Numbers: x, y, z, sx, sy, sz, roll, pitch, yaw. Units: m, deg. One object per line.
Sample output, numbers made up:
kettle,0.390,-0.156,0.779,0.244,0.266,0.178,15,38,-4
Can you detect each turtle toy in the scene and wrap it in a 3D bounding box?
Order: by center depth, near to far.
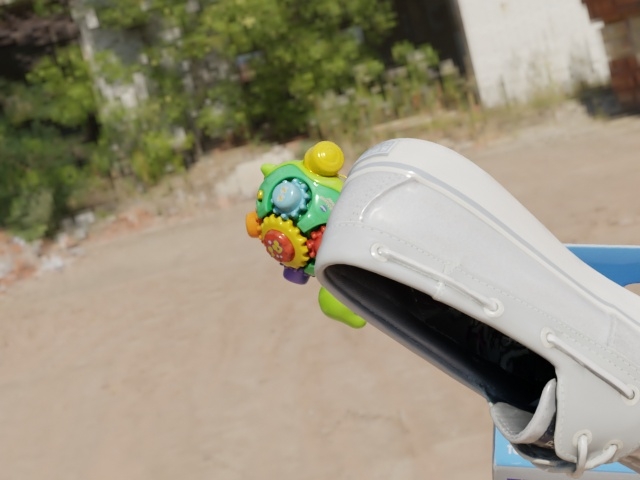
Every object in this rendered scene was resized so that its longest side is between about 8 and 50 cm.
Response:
turtle toy,0.000,0.000,0.923,0.066,0.130,0.095,-41,0,-35

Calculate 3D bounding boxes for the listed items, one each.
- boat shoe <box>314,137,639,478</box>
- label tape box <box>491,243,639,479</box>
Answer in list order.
boat shoe,0.077,0.042,0.445,0.066,0.184,0.063,-29,24,53
label tape box,0.246,0.171,0.946,0.249,0.348,0.115,2,39,12
